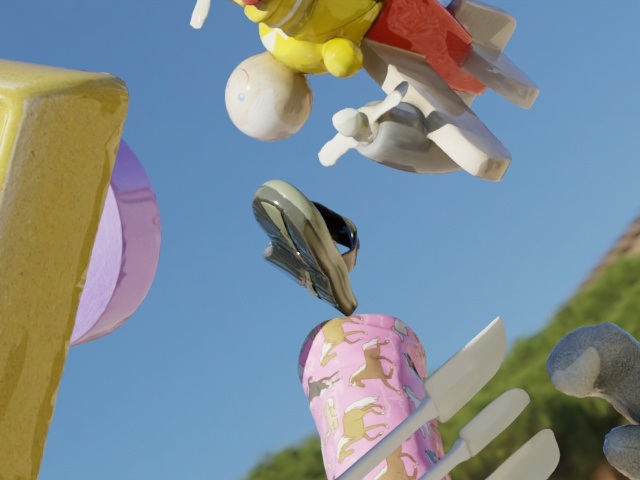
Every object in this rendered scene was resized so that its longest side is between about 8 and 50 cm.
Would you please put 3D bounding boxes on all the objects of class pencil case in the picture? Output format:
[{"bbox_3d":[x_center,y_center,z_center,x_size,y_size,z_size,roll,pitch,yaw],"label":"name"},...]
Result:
[{"bbox_3d":[0.077,0.248,2.237,0.160,0.386,0.167,-2,-50,-12],"label":"pencil case"}]

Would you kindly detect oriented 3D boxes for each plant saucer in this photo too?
[{"bbox_3d":[-0.327,0.003,1.351,0.332,0.333,0.081,9,-18,8],"label":"plant saucer"}]

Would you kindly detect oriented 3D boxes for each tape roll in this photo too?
[{"bbox_3d":[-0.320,-0.010,2.268,0.275,0.275,0.090,-39,-11,25],"label":"tape roll"}]

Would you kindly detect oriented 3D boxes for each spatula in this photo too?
[{"bbox_3d":[0.080,0.191,1.527,0.242,0.019,0.168,-41,-49,-20],"label":"spatula"}]

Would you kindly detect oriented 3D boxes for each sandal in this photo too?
[{"bbox_3d":[0.001,0.000,2.151,0.086,0.120,0.303,-52,-14,-13],"label":"sandal"}]

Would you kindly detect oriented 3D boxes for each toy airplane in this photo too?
[{"bbox_3d":[0.027,-0.196,1.950,0.272,0.384,0.386,-45,2,4],"label":"toy airplane"}]

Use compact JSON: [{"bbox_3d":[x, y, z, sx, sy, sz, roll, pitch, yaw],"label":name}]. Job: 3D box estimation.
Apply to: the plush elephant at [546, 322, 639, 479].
[{"bbox_3d":[0.379,0.162,1.622,0.272,0.330,0.255,-34,18,6],"label":"plush elephant"}]
